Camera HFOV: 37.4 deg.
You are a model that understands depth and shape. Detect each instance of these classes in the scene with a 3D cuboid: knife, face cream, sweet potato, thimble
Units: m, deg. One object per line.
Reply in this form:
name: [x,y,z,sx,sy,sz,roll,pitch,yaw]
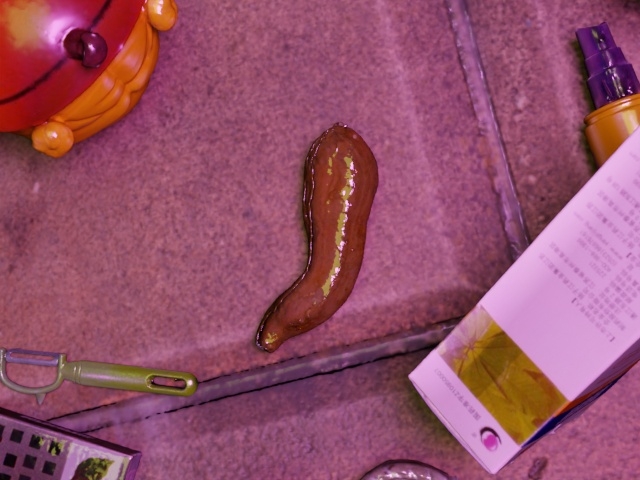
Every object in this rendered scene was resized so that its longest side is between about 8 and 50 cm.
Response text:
knife: [-0.226,0.144,0.952,0.212,0.015,0.054,4,86,9]
face cream: [0.293,-0.071,0.862,0.078,0.078,0.273,-19,83,6]
sweet potato: [0.005,0.003,0.910,0.081,0.062,0.233,17,91,25]
thimble: [0.083,0.245,0.874,0.110,0.062,0.084,-10,82,7]

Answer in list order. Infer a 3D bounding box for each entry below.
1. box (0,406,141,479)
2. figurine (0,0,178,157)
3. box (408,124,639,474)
box: [-0.307,0.340,0.931,0.180,0.047,0.325,15,88,9]
figurine: [-0.286,-0.218,0.901,0.323,0.196,0.320,35,84,20]
box: [0.233,0.032,0.742,0.106,0.200,0.299,48,118,21]
